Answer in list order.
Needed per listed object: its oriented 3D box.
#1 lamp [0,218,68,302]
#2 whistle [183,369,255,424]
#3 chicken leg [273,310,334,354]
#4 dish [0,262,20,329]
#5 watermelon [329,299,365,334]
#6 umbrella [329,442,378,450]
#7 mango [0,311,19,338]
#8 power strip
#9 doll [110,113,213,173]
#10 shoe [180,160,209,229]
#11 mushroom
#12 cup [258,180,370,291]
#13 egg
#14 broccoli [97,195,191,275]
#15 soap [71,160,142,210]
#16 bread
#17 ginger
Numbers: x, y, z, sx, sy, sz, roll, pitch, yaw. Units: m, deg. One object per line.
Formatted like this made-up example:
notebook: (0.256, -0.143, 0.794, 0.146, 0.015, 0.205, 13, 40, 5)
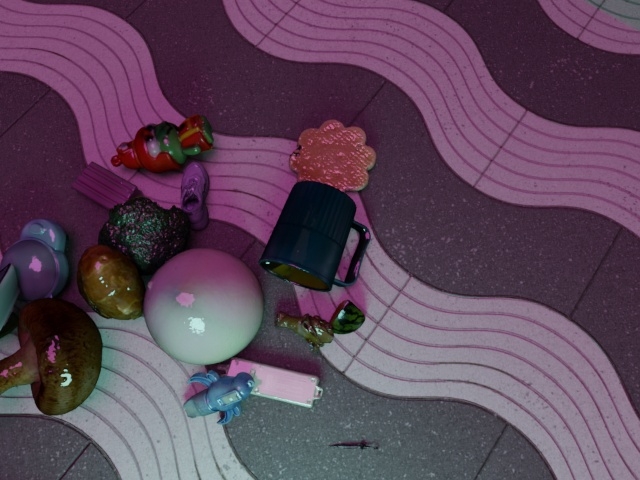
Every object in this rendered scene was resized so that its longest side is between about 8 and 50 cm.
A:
lamp: (-0.914, 0.069, 1.468, 0.210, 0.147, 0.283, 12, 73, 8)
whistle: (-0.300, 0.462, 1.352, 0.269, 0.093, 0.180, -26, 102, 24)
chicken leg: (-0.053, 0.274, 1.434, 0.196, 0.125, 0.080, 28, 37, 6)
dish: (-0.963, 0.208, 1.333, 0.182, 0.080, 0.243, -31, 41, 24)
watermelon: (0.068, 0.243, 1.474, 0.135, 0.125, 0.094, -32, 45, 9)
umbrella: (0.100, 0.623, 1.380, 0.149, 0.022, 0.022, 3, 47, 0)
mango: (-1.071, 0.274, 1.391, 0.156, 0.114, 0.251, 24, 38, 37)
power strip: (-0.159, 0.436, 1.414, 0.339, 0.058, 0.098, 13, 75, 3)
doll: (-0.549, -0.322, 1.580, 0.363, 0.160, 0.182, -16, 61, -3)
shoe: (-0.431, -0.167, 1.548, 0.095, 0.137, 0.244, -4, 74, -6)
mushroom: (-0.823, 0.328, 1.306, 0.356, 0.334, 0.331, 11, 51, -30)
cup: (-0.003, -0.007, 1.453, 0.308, 0.242, 0.292, 17, 72, 7)
egg: (-0.351, 0.184, 1.343, 0.355, 0.340, 0.354, 0, 75, -1)
broccoli: (-0.563, -0.036, 1.458, 0.298, 0.297, 0.297, -19, 53, -6)
soap: (-0.739, -0.175, 1.583, 0.203, 0.065, 0.122, 30, 76, 8)
bread: (0.043, -0.290, 1.632, 0.316, 0.054, 0.315, 0, 73, 0)
ginger: (-0.604, 0.154, 1.347, 0.165, 0.321, 0.172, -24, 56, -21)
